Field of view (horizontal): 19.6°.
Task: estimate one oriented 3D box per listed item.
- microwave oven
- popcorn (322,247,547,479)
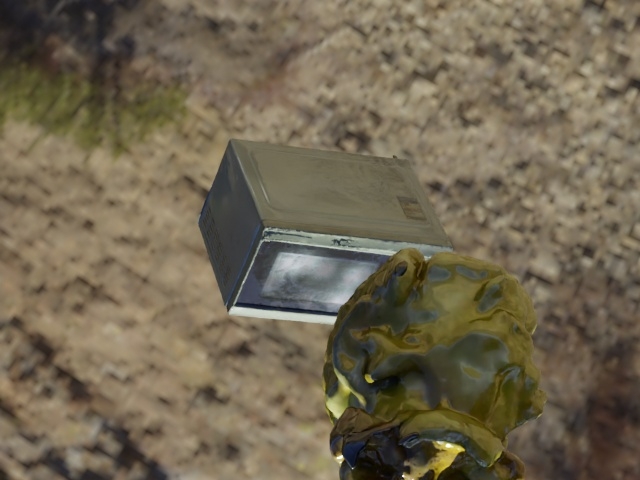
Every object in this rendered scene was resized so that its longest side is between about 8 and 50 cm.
[{"bbox_3d":[0.000,0.000,1.832,0.205,0.163,0.129,7,125,-24],"label":"microwave oven"},{"bbox_3d":[0.086,0.104,1.285,0.168,0.195,0.173,-35,121,13],"label":"popcorn"}]
